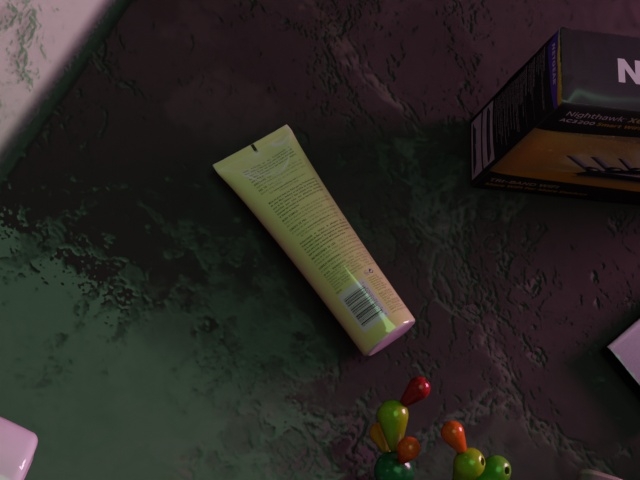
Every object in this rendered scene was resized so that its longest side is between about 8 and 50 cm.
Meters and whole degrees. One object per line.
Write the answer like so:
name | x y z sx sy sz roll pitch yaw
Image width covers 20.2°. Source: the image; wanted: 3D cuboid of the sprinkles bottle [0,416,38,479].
sprinkles bottle | -0.425 0.149 1.535 0.355 0.121 0.121 26 68 -7

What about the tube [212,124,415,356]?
tube | 0.000 0.000 1.744 0.240 0.062 0.070 54 24 10

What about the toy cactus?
toy cactus | 0.094 0.248 1.670 0.180 0.112 0.219 -36 112 0

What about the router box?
router box | 0.331 -0.111 1.771 0.308 0.243 0.081 5 71 -14

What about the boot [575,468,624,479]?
boot | 0.237 0.315 1.677 0.189 0.076 0.209 32 70 -43

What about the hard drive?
hard drive | 0.362 0.108 1.828 0.135 0.022 0.094 -37 86 -23
